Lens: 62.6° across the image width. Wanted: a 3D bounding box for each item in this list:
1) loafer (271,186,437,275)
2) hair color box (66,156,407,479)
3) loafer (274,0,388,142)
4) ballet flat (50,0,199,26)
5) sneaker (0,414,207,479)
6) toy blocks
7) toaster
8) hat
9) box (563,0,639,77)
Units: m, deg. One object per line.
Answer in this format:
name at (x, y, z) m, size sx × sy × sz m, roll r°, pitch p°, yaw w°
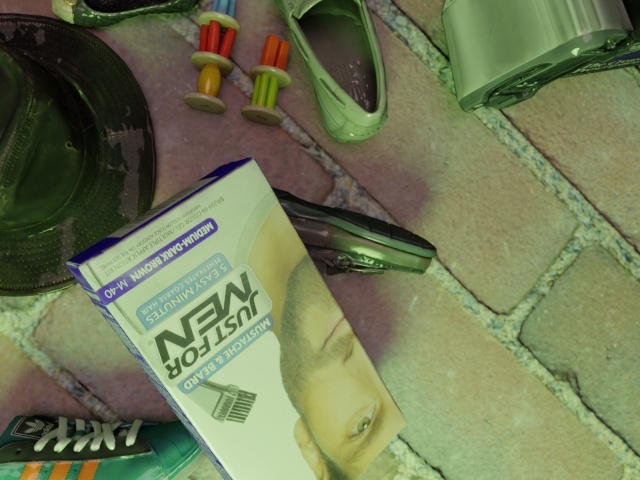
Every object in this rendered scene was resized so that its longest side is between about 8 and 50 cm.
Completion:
loafer at (0.000, 0.000, 0.630) m, size 0.268 × 0.096 × 0.084 m, roll 18°, pitch 103°, yaw -1°
hair color box at (-0.071, 0.111, 0.534) m, size 0.185 × 0.110 × 0.338 m, roll -38°, pitch 109°, yaw -26°
loafer at (0.010, -0.276, 0.624) m, size 0.112 × 0.111 × 0.319 m, roll -22°, pitch 91°, yaw -10°
ballet flat at (-0.228, -0.291, 0.619) m, size 0.173 × 0.049 × 0.057 m, roll -13°, pitch 88°, yaw -9°
sneaker at (-0.273, 0.235, 0.554) m, size 0.302 × 0.108 × 0.120 m, roll -18°, pitch 94°, yaw -8°
toy blocks at (-0.091, -0.225, 0.635) m, size 0.123 × 0.054 × 0.148 m, roll 10°, pitch 85°, yaw -8°
toaster at (0.245, -0.253, 0.608) m, size 0.129 × 0.227 × 0.146 m, roll -16°, pitch 88°, yaw -34°
hat at (-0.334, -0.104, 0.551) m, size 0.332 × 0.134 × 0.331 m, roll 1°, pitch 86°, yaw -10°
box at (0.450, -0.294, 0.658) m, size 0.262 × 0.184 × 0.103 m, roll -12°, pitch 88°, yaw -9°
